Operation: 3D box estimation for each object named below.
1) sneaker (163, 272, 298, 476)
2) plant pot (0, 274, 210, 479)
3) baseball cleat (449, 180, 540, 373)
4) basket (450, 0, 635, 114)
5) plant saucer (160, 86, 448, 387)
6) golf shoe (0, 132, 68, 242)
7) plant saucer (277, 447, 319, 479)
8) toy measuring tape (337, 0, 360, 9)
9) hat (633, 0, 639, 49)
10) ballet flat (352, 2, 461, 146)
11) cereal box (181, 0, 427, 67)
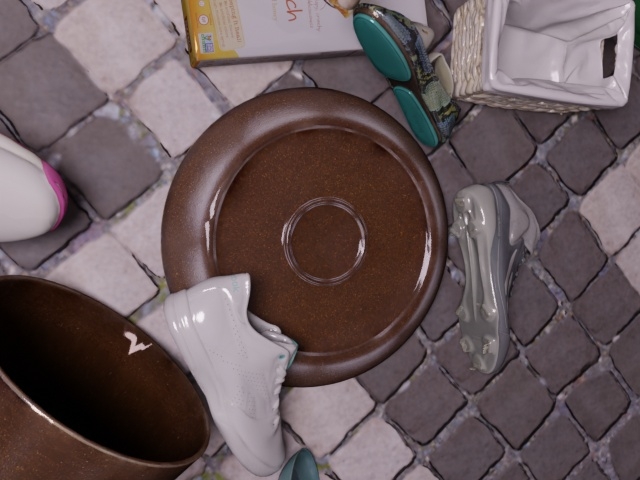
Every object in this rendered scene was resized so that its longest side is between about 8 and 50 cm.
[{"bbox_3d":[-0.059,0.126,0.625,0.094,0.080,0.212,-24,117,-4],"label":"sneaker"},{"bbox_3d":[-0.244,0.184,0.551,0.215,0.215,0.230,37,97,-17],"label":"plant pot"},{"bbox_3d":[0.198,0.039,0.741,0.109,0.072,0.206,-12,102,-27],"label":"baseball cleat"},{"bbox_3d":[0.226,-0.197,0.717,0.167,0.103,0.114,3,92,-19],"label":"basket"},{"bbox_3d":[0.000,0.000,0.686,0.310,0.050,0.311,-1,94,-19],"label":"plant saucer"},{"bbox_3d":[-0.354,-0.035,0.509,0.306,0.140,0.115,10,124,-15],"label":"golf shoe"},{"bbox_3d":[-0.022,0.266,0.669,0.021,0.119,0.120,-9,97,12],"label":"plant saucer"},{"bbox_3d":[-0.063,-0.338,0.567,0.121,0.121,0.330,-17,82,-16],"label":"toy measuring tape"},{"bbox_3d":[0.455,-0.294,0.743,0.208,0.183,0.173,13,89,-18],"label":"hat"},{"bbox_3d":[0.090,-0.173,0.668,0.070,0.070,0.188,-50,140,-9],"label":"ballet flat"},{"bbox_3d":[-0.017,-0.265,0.662,0.240,0.047,0.173,-10,96,-17],"label":"cereal box"}]
